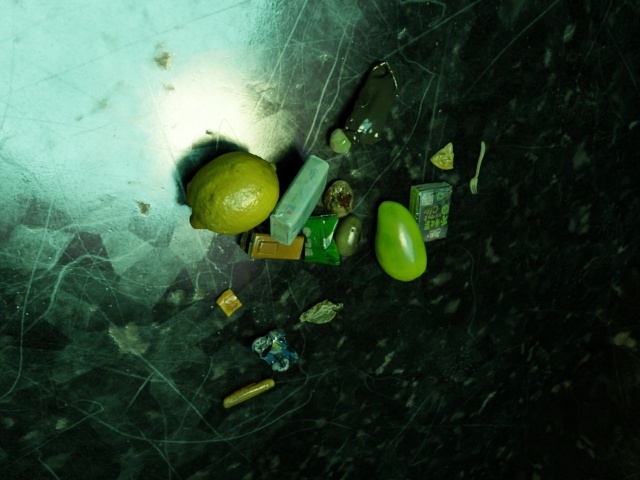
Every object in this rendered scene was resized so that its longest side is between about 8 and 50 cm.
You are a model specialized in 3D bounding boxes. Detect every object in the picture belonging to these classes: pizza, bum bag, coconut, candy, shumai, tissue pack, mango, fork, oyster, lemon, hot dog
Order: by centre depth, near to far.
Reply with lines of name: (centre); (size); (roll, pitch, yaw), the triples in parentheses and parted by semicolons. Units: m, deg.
lemon: (-0.271, -0.142, 1.631); (0.320, 0.245, 0.245); (-35, 125, -5)
tissue pack: (-0.067, -0.130, 1.741); (0.263, 0.089, 0.177); (-58, 172, -23)
bum bag: (0.187, -0.465, 1.813); (0.142, 0.080, 0.326); (27, 86, -26)
coconut: (0.069, -0.345, 1.819); (0.083, 0.081, 0.082); (-27, 112, -2)
shumai: (0.081, -0.137, 1.923); (0.123, 0.105, 0.139); (-29, 149, -18)
candy: (0.002, 0.001, 1.930); (0.141, 0.078, 0.203); (-8, 115, -4)
mango: (0.301, 0.003, 2.060); (0.192, 0.156, 0.343); (-15, 108, 10)
pizza: (0.494, -0.337, 2.087); (0.123, 0.026, 0.108); (13, 104, -32)
hot dog: (-0.286, 0.599, 2.095); (0.216, 0.047, 0.066); (-21, 158, -18)
oyster: (0.011, 0.286, 2.104); (0.177, 0.064, 0.125); (3, 126, -41)
tissue pack: (0.437, -0.113, 2.133); (0.173, 0.073, 0.235); (-12, 118, -23)
fork: (0.652, -0.302, 2.195); (0.034, 0.028, 0.219); (-3, 110, -19)

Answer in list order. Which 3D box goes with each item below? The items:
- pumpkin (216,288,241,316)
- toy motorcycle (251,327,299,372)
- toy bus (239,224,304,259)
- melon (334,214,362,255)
pumpkin: (-0.327, 0.232, 1.905); (0.073, 0.035, 0.101); (-37, 127, -5)
toy motorcycle: (-0.167, 0.424, 2.053); (0.135, 0.092, 0.254); (-47, 135, -13)
toy bus: (-0.169, 0.009, 1.835); (0.201, 0.114, 0.098); (4, 110, -30)
melon: (0.105, -0.019, 1.981); (0.099, 0.099, 0.162); (4, 108, -30)
